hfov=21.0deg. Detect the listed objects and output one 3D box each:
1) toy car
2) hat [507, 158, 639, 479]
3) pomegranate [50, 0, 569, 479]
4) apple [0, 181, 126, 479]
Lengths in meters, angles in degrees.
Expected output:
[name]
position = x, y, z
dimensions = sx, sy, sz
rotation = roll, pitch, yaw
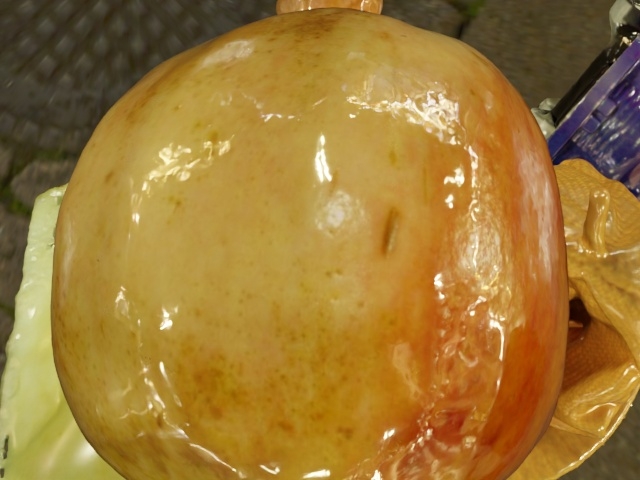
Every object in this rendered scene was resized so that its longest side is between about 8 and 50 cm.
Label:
[toy car]
position = 0.286, -0.114, 1.528
dimensions = 0.158, 0.235, 0.172
rotation = 41, 113, 7
[hat]
position = 0.146, 0.019, 1.148
dimensions = 0.244, 0.233, 0.233
rotation = 10, 64, -4
[pomegranate]
position = 0.000, 0.000, 0.791
dimensions = 0.229, 0.252, 0.270
rotation = 2, 82, 17
[apple]
position = -0.090, 0.074, 1.061
dimensions = 0.193, 0.265, 0.120
rotation = -8, 143, 13
